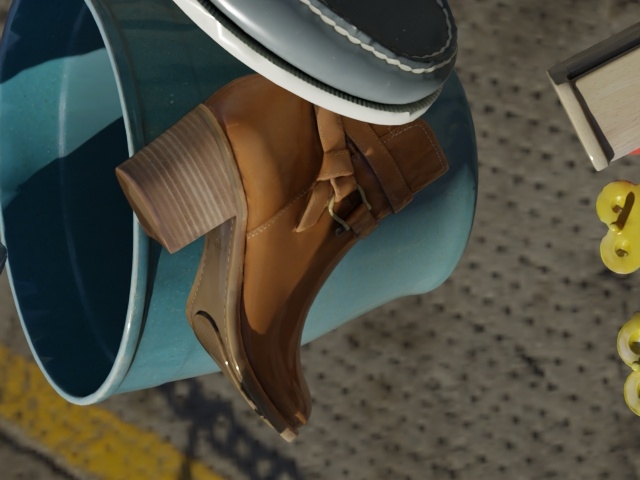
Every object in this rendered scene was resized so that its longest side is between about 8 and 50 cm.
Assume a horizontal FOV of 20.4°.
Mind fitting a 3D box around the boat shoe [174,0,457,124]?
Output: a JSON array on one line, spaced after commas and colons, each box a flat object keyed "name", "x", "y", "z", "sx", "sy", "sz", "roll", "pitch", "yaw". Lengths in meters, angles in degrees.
[{"name": "boat shoe", "x": -0.039, "y": -0.188, "z": 0.761, "sx": 0.319, "sy": 0.116, "sz": 0.099, "roll": 51, "pitch": 134, "yaw": -7}]

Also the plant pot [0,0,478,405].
[{"name": "plant pot", "x": -0.049, "y": -0.046, "z": 1.144, "sx": 0.271, "sy": 0.255, "sz": 0.271, "roll": 23, "pitch": 116, "yaw": 61}]

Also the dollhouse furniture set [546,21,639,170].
[{"name": "dollhouse furniture set", "x": 0.212, "y": -0.030, "z": 0.704, "sx": 0.182, "sy": 0.101, "sz": 0.161, "roll": -28, "pitch": 108, "yaw": 7}]

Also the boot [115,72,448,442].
[{"name": "boot", "x": 0.000, "y": 0.000, "z": 0.910, "sx": 0.073, "sy": 0.152, "sz": 0.197, "roll": 42, "pitch": 160, "yaw": 52}]

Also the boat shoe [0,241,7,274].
[{"name": "boat shoe", "x": -0.337, "y": 0.095, "z": 1.066, "sx": 0.119, "sy": 0.121, "sz": 0.335, "roll": 42, "pitch": 77, "yaw": 9}]

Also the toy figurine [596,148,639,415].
[{"name": "toy figurine", "x": 0.323, "y": 0.080, "z": 1.088, "sx": 0.191, "sy": 0.217, "sz": 0.362, "roll": 126, "pitch": 138, "yaw": -68}]
